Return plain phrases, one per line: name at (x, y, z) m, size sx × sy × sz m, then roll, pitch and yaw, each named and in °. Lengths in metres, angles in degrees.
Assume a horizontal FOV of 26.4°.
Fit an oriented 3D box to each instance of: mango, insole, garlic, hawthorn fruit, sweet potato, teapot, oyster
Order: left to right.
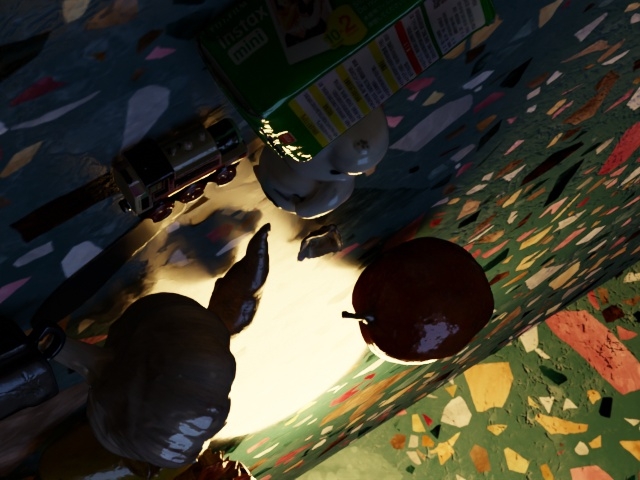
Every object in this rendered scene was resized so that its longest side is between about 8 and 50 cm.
teapot at (-0.342, 0.127, 1.403) m, size 0.177 × 0.087 × 0.096 m, roll -26°, pitch 139°, yaw -30°
insole at (-0.231, 0.027, 1.465) m, size 0.232 × 0.003 × 0.080 m, roll -40°, pitch 164°, yaw 19°
mango at (-0.275, 0.292, 1.927) m, size 0.262 × 0.130 × 0.167 m, roll -21°, pitch 164°, yaw -26°
garlic at (-0.219, 0.152, 1.573) m, size 0.212 × 0.218 × 0.218 m, roll 22°, pitch 128°, yaw -34°
sweet potato at (-0.098, 0.057, 1.725) m, size 0.068 × 0.068 × 0.226 m, roll -17°, pitch 143°, yaw -48°
oyster at (0.003, 0.000, 1.812) m, size 0.051 × 0.034 × 0.093 m, roll 7°, pitch 149°, yaw -45°
hawthorn fruit at (0.137, 0.099, 2.089) m, size 0.253 × 0.205 × 0.205 m, roll -18°, pitch 158°, yaw -34°

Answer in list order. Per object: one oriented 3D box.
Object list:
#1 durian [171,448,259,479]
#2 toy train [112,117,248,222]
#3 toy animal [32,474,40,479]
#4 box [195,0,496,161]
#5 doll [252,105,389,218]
durian at (-0.232, 0.496, 2.195) m, size 0.384 × 0.347 × 0.347 m, roll 2°, pitch 158°, yaw -4°
toy train at (-0.130, -0.072, 1.295) m, size 0.138 × 0.050 × 0.087 m, roll -30°, pitch 160°, yaw -18°
toy animal at (-0.406, 0.493, 1.973) m, size 0.237 × 0.269 × 0.326 m, roll -33°, pitch 153°, yaw -15°
box at (0.029, -0.186, 1.192) m, size 0.250 × 0.103 × 0.180 m, roll -37°, pitch 164°, yaw 2°
doll at (-0.002, -0.089, 1.402) m, size 0.181 × 0.110 × 0.107 m, roll 124°, pitch -13°, yaw -49°
